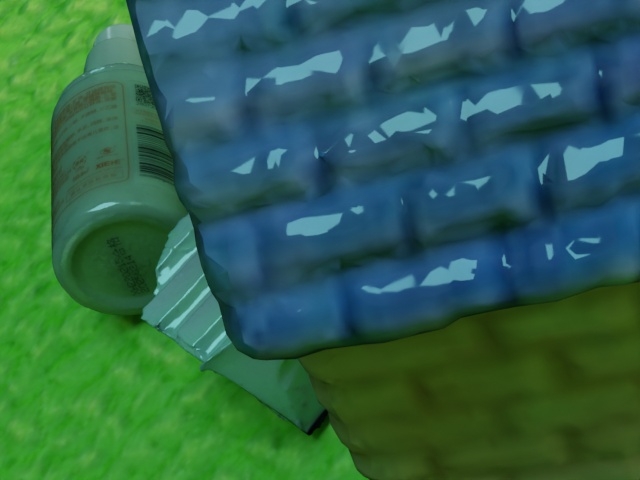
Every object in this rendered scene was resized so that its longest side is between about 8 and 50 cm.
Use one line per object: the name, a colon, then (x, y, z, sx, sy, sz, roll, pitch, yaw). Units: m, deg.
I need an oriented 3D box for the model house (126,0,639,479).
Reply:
model house: (0.150, -0.151, 0.789, 0.395, 0.400, 0.445, -14, 49, 19)

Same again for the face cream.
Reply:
face cream: (-0.137, -0.066, 1.318, 0.101, 0.101, 0.252, -27, 39, 14)

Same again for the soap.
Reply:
soap: (0.000, 0.000, 1.155, 0.230, 0.091, 0.145, -49, 36, -12)
